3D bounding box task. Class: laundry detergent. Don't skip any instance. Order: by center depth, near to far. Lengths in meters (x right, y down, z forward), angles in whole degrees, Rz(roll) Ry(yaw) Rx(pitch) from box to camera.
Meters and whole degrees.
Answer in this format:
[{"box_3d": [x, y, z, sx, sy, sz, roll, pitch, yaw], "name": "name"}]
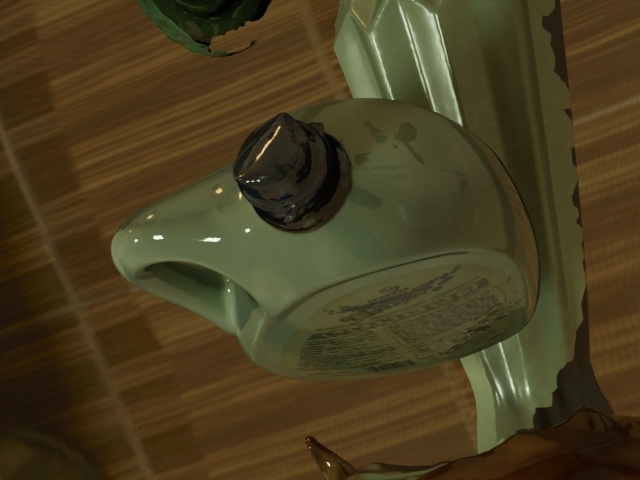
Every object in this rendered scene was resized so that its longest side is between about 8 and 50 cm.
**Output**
[{"box_3d": [0.000, 0.000, 0.962, 0.214, 0.280, 0.105, -13, 71, 18], "name": "laundry detergent"}]

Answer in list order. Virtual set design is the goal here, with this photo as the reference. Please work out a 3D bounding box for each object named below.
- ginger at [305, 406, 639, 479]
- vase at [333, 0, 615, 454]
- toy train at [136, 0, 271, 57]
[{"box_3d": [0.051, 0.139, 0.466, 0.176, 0.418, 0.254, -33, 64, -8], "name": "ginger"}, {"box_3d": [0.119, -0.023, 1.192, 0.165, 0.165, 0.360, -14, 91, 19], "name": "vase"}, {"box_3d": [-0.061, -0.156, 0.465, 0.126, 0.307, 0.190, -18, 74, 39], "name": "toy train"}]
